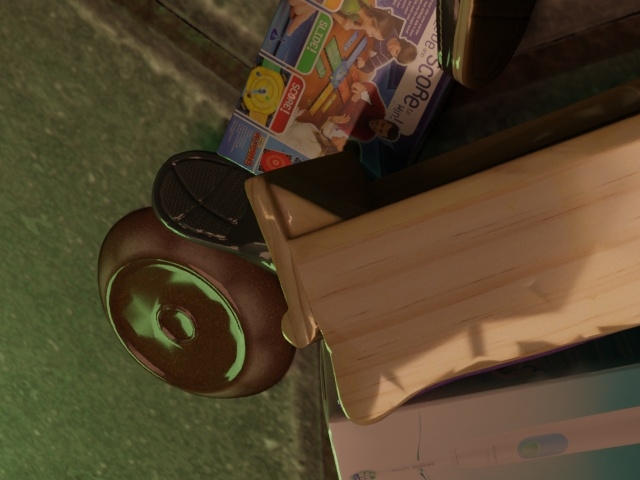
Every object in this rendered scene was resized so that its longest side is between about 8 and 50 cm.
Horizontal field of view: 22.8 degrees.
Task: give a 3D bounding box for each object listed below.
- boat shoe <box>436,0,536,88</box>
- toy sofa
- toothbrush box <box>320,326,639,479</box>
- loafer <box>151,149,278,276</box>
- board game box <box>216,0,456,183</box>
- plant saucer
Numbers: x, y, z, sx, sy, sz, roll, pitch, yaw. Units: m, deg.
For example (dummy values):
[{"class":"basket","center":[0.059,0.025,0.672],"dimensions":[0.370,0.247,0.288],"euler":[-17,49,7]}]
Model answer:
[{"class":"boat shoe","center":[0.100,-0.212,1.019],"dimensions":[0.073,0.080,0.223],"euler":[23,119,33]},{"class":"toy sofa","center":[0.151,-0.021,0.999],"dimensions":[0.363,0.150,0.177],"euler":[-21,91,28]},{"class":"toothbrush box","center":[0.163,0.163,1.121],"dimensions":[0.296,0.126,0.216],"euler":[-12,114,2]},{"class":"loafer","center":[0.000,0.000,1.241],"dimensions":[0.268,0.084,0.096],"euler":[24,89,13]},{"class":"board game box","center":[0.022,-0.116,1.136],"dimensions":[0.136,0.035,0.201],"euler":[31,120,8]},{"class":"plant saucer","center":[-0.116,0.064,1.371],"dimensions":[0.199,0.036,0.198],"euler":[16,127,21]}]
